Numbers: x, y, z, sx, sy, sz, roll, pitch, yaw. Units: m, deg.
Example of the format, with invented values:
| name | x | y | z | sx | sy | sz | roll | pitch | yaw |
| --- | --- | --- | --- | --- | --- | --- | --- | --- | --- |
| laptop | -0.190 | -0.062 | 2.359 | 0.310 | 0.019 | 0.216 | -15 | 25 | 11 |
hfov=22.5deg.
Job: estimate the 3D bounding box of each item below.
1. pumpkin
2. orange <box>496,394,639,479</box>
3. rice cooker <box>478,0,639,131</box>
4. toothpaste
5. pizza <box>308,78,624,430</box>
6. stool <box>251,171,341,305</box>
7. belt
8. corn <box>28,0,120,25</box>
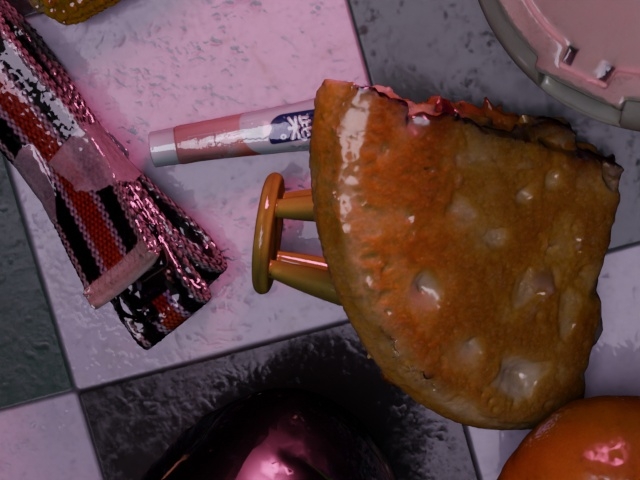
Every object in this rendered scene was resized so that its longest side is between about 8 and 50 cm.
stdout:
| name | x | y | z | sx | sy | sz | roll | pitch | yaw |
| --- | --- | --- | --- | --- | --- | --- | --- | --- | --- |
| pumpkin | -0.066 | 0.286 | 1.392 | 0.315 | 0.315 | 0.238 | -37 | 97 | 11 |
| orange | 0.260 | 0.244 | 1.398 | 0.240 | 0.171 | 0.240 | -4 | 109 | -13 |
| rice cooker | 0.303 | -0.242 | 1.262 | 0.335 | 0.325 | 0.335 | 3 | 98 | 23 |
| toothpaste | -0.054 | -0.099 | 1.478 | 0.205 | 0.036 | 0.056 | -8 | 97 | 5 |
| pizza | 0.131 | 0.000 | 1.375 | 0.277 | 0.114 | 0.409 | -49 | 124 | -11 |
| stool | 0.000 | 0.000 | 1.444 | 0.111 | 0.134 | 0.135 | 5 | 53 | 5 |
| belt | -0.227 | -0.069 | 1.469 | 0.094 | 0.126 | 0.359 | -39 | 85 | 20 |
| corn | -0.172 | -0.259 | 1.457 | 0.207 | 0.068 | 0.068 | -27 | 93 | 8 |
